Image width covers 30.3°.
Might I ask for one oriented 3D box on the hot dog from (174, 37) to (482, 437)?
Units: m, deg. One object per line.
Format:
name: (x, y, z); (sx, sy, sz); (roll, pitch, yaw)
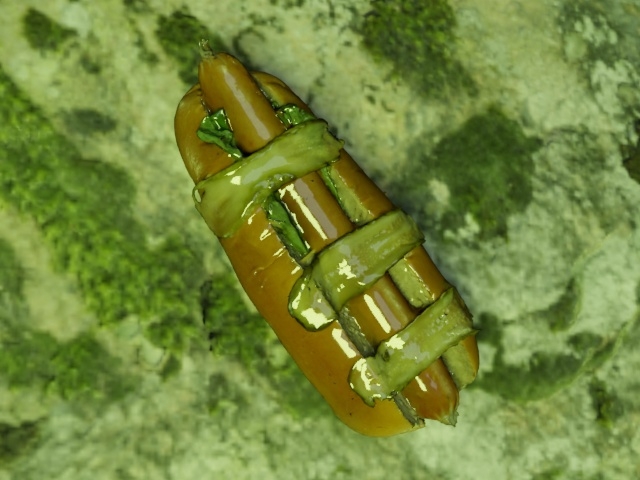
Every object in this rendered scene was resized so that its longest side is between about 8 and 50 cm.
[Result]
hot dog: (0.000, 0.000, 0.697); (0.109, 0.072, 0.269); (-34, 89, -28)
